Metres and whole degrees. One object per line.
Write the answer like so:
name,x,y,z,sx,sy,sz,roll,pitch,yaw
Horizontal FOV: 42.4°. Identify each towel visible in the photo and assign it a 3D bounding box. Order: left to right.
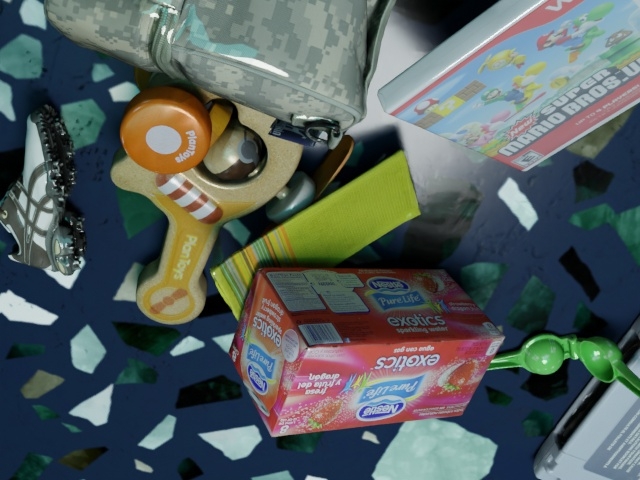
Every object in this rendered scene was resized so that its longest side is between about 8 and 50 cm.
towel,0.000,0.000,0.872,0.237,0.021,0.102,-32,142,-9

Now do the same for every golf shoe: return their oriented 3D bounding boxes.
golf shoe,-0.313,-0.050,0.894,0.094,0.077,0.198,3,118,0

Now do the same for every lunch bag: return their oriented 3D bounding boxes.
lunch bag,-0.049,-0.252,0.656,0.256,0.212,0.305,18,90,-5

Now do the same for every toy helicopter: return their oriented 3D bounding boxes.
toy helicopter,-0.112,-0.036,0.890,0.235,0.140,0.355,13,129,-15

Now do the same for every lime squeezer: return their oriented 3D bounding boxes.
lime squeezer,0.287,0.158,0.983,0.310,0.110,0.059,5,142,33

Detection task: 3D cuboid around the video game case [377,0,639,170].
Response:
video game case,0.206,-0.145,0.734,0.204,0.025,0.285,-33,155,29

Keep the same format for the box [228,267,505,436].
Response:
box,0.049,0.113,0.886,0.257,0.128,0.122,1,125,-33

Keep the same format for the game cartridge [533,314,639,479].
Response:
game cartridge,0.427,0.221,1.035,0.198,0.062,0.297,20,117,-14
